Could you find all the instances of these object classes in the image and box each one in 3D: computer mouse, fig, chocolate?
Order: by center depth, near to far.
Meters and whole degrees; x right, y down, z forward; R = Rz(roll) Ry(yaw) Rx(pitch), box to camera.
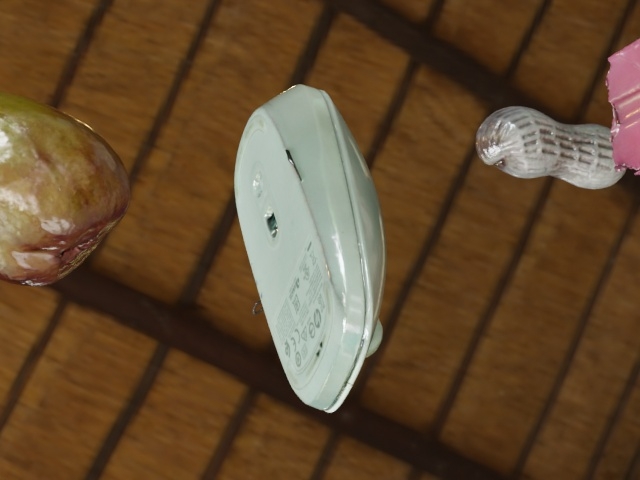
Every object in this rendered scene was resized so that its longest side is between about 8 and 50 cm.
[{"bbox_3d":[0.006,-0.001,1.247,0.097,0.288,0.159,-2,-39,-24],"label":"computer mouse"},{"bbox_3d":[-0.303,-0.086,1.370,0.170,0.274,0.145,-35,10,36],"label":"fig"},{"bbox_3d":[0.237,-0.094,1.526,0.072,0.167,0.072,-170,90,-76],"label":"chocolate"}]

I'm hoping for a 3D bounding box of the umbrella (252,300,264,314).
[{"bbox_3d":[-0.029,0.050,1.778,0.149,0.022,0.022,-33,-39,-35],"label":"umbrella"}]

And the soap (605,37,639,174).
[{"bbox_3d":[0.344,-0.124,1.243,0.099,0.250,0.162,-30,-89,-37],"label":"soap"}]
